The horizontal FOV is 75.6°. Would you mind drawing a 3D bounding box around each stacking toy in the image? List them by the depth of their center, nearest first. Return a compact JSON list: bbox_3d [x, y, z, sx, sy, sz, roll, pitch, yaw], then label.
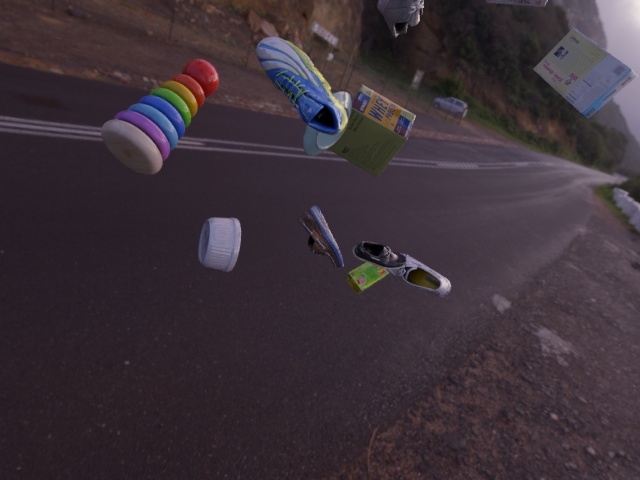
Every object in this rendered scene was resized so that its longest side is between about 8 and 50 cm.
[{"bbox_3d":[-0.344,-0.311,0.963,0.141,0.141,0.330,25,60,7],"label":"stacking toy"}]

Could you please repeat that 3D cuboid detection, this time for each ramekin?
[{"bbox_3d":[-0.381,0.011,1.537,0.109,0.207,0.207,9,29,-27],"label":"ramekin"}]

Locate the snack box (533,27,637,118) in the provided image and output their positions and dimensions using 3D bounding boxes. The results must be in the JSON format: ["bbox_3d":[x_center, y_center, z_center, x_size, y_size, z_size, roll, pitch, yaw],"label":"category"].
[{"bbox_3d":[0.955,-0.619,1.516,0.060,0.187,0.321,15,43,-33],"label":"snack box"}]

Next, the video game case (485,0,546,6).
[{"bbox_3d":[0.707,-0.931,1.416,0.210,0.232,0.041,9,60,7],"label":"video game case"}]

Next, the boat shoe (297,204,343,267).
[{"bbox_3d":[0.000,0.000,1.031,0.066,0.183,0.066,-26,24,2],"label":"boat shoe"}]

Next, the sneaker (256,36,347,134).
[{"bbox_3d":[-0.032,-0.304,0.823,0.240,0.091,0.126,40,20,-19],"label":"sneaker"}]

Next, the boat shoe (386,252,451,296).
[{"bbox_3d":[0.407,0.146,1.893,0.367,0.135,0.156,31,4,38],"label":"boat shoe"}]

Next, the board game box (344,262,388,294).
[{"bbox_3d":[0.195,0.147,1.741,0.181,0.043,0.092,-26,72,-38],"label":"board game box"}]

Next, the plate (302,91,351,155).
[{"bbox_3d":[0.027,-0.302,1.092,0.024,0.188,0.188,40,31,21],"label":"plate"}]

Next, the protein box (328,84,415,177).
[{"bbox_3d":[0.166,-0.358,1.366,0.201,0.200,0.136,28,54,-6],"label":"protein box"}]

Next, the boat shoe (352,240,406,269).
[{"bbox_3d":[0.250,0.058,1.664,0.233,0.079,0.084,15,54,-16],"label":"boat shoe"}]

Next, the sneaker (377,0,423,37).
[{"bbox_3d":[0.241,-0.630,1.058,0.099,0.121,0.262,-20,0,-13],"label":"sneaker"}]
